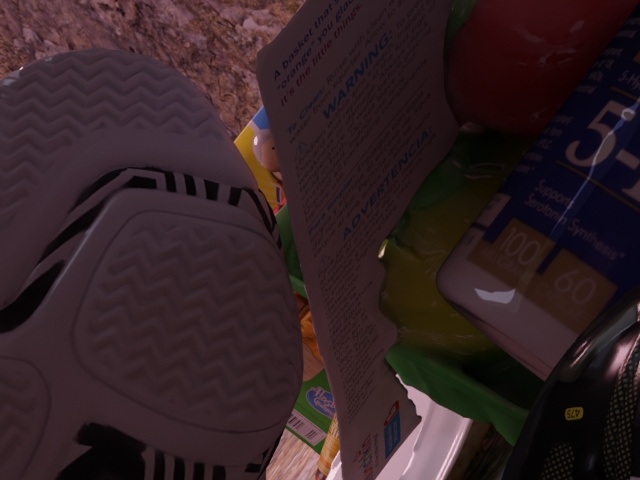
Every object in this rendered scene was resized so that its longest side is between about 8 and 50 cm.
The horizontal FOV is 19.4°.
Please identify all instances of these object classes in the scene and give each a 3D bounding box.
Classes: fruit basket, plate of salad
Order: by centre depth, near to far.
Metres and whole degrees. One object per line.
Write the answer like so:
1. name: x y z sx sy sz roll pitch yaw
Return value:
1. fruit basket: 0.083 -0.084 0.763 0.327 0.165 0.353 -51 -29 -20
2. plate of salad: 0.042 0.136 1.017 0.200 0.048 0.200 -56 10 16

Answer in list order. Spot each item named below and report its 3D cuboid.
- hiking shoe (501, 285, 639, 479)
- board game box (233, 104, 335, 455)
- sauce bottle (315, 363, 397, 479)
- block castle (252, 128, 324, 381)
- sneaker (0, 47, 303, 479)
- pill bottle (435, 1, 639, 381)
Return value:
1. hiking shoe: 0.099 0.053 0.430 0.227 0.086 0.114 -50 -1 42
2. board game box: 0.000 0.000 1.716 0.316 0.242 0.064 -54 3 -27
3. sauce bottle: 0.033 0.112 1.279 0.042 0.042 0.128 -59 -13 -76
4. block castle: 0.076 -0.120 1.577 0.453 0.213 0.303 -52 14 -27
5. sneaker: -0.078 0.128 0.677 0.210 0.137 0.366 112 152 -69
6. pill bottle: 0.136 -0.026 0.631 0.187 0.112 0.112 -53 2 -2
